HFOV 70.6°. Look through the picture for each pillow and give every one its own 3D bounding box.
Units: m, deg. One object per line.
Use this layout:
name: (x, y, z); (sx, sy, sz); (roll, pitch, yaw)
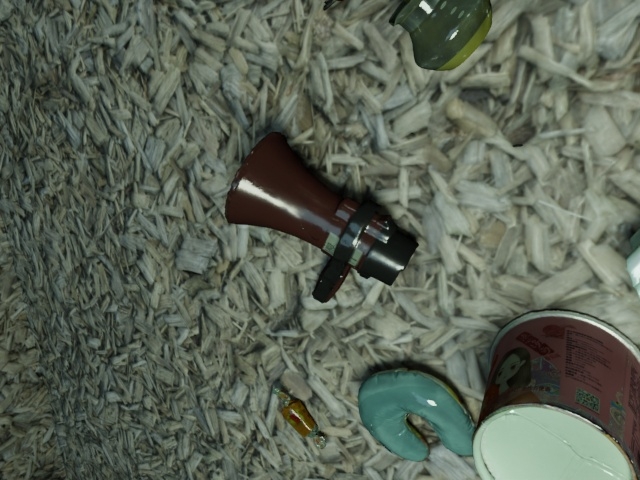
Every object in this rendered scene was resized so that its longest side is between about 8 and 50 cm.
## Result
pillow: (0.178, 0.348, 0.886); (0.233, 0.086, 0.214); (-33, 92, 38)

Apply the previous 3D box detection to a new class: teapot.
teapot: (0.178, -0.326, 0.635); (0.119, 0.130, 0.166); (35, 92, -14)

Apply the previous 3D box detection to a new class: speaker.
speaker: (-0.015, -0.001, 0.840); (0.329, 0.198, 0.259); (37, 109, 7)

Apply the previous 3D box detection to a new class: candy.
candy: (-0.051, 0.420, 1.081); (0.182, 0.046, 0.053); (49, 122, 4)

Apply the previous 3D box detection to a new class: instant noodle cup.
instant noodle cup: (0.346, 0.258, 0.657); (0.243, 0.231, 0.243); (12, 113, 29)

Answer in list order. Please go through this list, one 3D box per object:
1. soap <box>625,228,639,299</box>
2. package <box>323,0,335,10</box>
soap: (0.513, -0.002, 0.545); (0.173, 0.095, 0.290); (37, 122, 16)
package: (0.120, -0.389, 0.619); (0.232, 0.166, 0.040); (-8, 119, 38)
